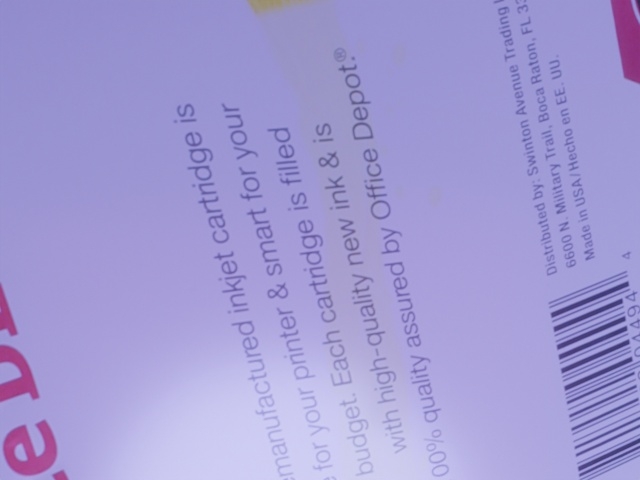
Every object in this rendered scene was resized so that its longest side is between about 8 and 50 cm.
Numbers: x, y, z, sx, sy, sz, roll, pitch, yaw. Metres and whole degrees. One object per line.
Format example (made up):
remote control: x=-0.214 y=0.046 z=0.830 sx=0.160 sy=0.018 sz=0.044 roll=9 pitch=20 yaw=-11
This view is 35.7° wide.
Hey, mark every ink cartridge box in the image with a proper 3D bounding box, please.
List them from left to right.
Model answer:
ink cartridge box: x=0.000 y=0.000 z=0.431 sx=0.385 sy=0.160 sz=0.279 roll=-19 pitch=106 yaw=-20
